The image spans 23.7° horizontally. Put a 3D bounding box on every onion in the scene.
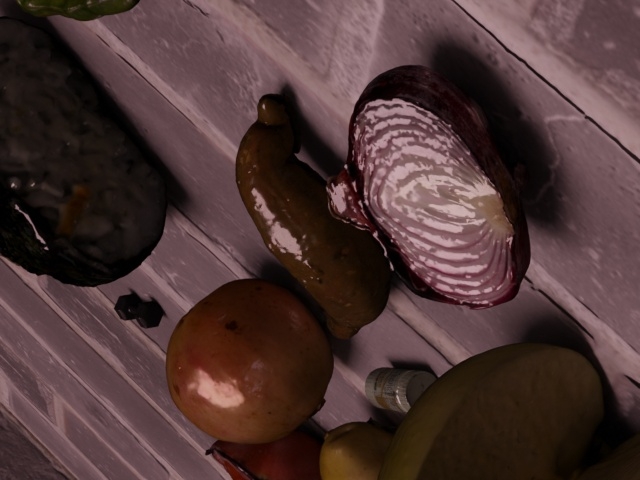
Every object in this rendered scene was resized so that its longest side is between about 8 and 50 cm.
[{"bbox_3d":[0.089,-0.050,1.187,0.151,0.098,0.206,-1,125,29],"label":"onion"}]

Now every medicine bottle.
[{"bbox_3d":[0.086,0.158,1.611,0.047,0.047,0.083,54,157,-17],"label":"medicine bottle"}]

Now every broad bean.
[{"bbox_3d":[-0.243,-0.246,1.532,0.053,0.052,0.256,34,168,-33],"label":"broad bean"}]

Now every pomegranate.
[{"bbox_3d":[-0.078,0.138,1.701,0.191,0.191,0.191,39,156,21],"label":"pomegranate"}]

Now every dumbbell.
[{"bbox_3d":[-0.256,0.099,2.144,0.083,0.040,0.036,14,109,53],"label":"dumbbell"}]

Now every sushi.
[{"bbox_3d":[-0.332,-0.092,1.747,0.350,0.211,0.171,44,152,-16],"label":"sushi"}]

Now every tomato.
[{"bbox_3d":[-0.031,0.316,2.002,0.228,0.112,0.199,37,163,21],"label":"tomato"}]

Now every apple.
[{"bbox_3d":[0.184,0.237,1.299,0.292,0.254,0.292,41,162,16],"label":"apple"}]

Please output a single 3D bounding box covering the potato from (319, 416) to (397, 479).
[{"bbox_3d":[0.107,0.339,1.752,0.300,0.140,0.173,59,163,-13],"label":"potato"}]

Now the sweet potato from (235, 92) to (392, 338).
[{"bbox_3d":[0.000,0.000,1.445,0.310,0.098,0.124,62,175,-35],"label":"sweet potato"}]
